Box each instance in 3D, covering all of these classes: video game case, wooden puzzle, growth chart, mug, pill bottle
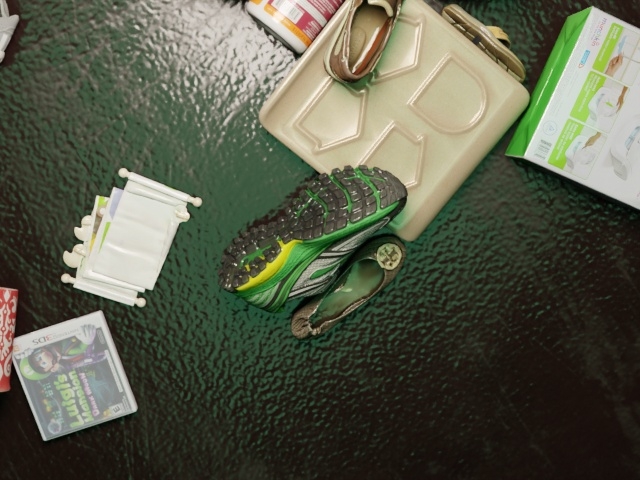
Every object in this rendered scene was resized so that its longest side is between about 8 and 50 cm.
[{"bbox_3d":[-0.433,0.237,1.456,0.173,0.022,0.190,-18,99,1],"label":"video game case"},{"bbox_3d":[0.122,-0.220,1.391,0.348,0.080,0.322,38,95,-12],"label":"wooden puzzle"},{"bbox_3d":[-0.331,-0.003,1.427,0.172,0.021,0.237,27,96,-5],"label":"growth chart"},{"bbox_3d":[-0.581,0.158,1.388,0.150,0.113,0.169,7,86,5],"label":"mug"},{"bbox_3d":[-0.009,-0.419,1.330,0.121,0.121,0.221,38,95,-7],"label":"pill bottle"}]

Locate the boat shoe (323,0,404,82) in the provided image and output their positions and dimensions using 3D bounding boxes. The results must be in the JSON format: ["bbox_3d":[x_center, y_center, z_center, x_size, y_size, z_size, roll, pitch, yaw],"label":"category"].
[{"bbox_3d":[0.090,-0.359,1.266,0.095,0.095,0.257,16,101,-19],"label":"boat shoe"}]

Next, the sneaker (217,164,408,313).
[{"bbox_3d":[0.000,0.000,1.374,0.344,0.134,0.146,-32,133,22],"label":"sneaker"}]

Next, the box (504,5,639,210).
[{"bbox_3d":[0.475,-0.213,1.378,0.231,0.127,0.261,22,96,-6],"label":"box"}]

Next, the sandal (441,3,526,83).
[{"bbox_3d":[0.280,-0.334,1.389,0.180,0.072,0.049,43,73,-3],"label":"sandal"}]

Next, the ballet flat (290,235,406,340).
[{"bbox_3d":[0.049,0.086,1.437,0.250,0.058,0.084,-39,99,3],"label":"ballet flat"}]

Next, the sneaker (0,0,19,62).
[{"bbox_3d":[-0.591,-0.392,1.336,0.229,0.086,0.132,30,91,-16],"label":"sneaker"}]
